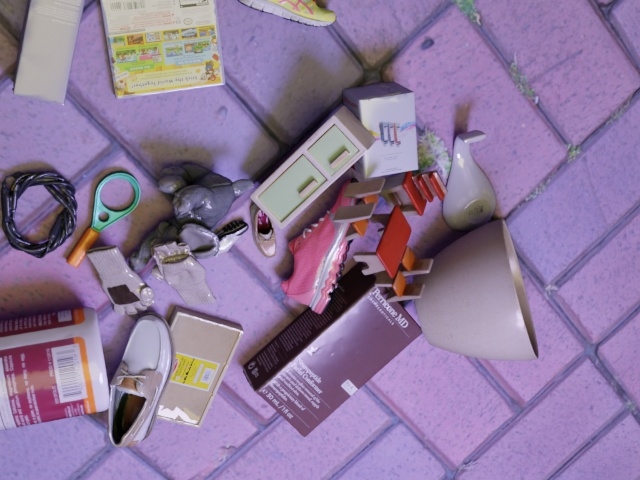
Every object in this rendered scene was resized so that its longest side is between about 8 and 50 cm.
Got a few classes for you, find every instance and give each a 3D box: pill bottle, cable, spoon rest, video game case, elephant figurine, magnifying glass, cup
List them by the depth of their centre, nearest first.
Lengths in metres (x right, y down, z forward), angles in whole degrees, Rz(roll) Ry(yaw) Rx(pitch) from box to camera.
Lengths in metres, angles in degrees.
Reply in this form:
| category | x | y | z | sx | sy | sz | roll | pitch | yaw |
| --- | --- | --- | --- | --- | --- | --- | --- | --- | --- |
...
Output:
| category | x | y | z | sx | sy | sz | roll | pitch | yaw |
| --- | --- | --- | --- | --- | --- | --- | --- | --- | --- |
| video game case | -0.314 | -0.401 | 1.812 | 0.227 | 0.026 | 0.206 | -11 | 112 | -15 |
| pill bottle | -0.643 | 0.275 | 1.847 | 0.392 | 0.224 | 0.224 | -8 | 112 | -15 |
| cable | -0.575 | -0.053 | 1.851 | 0.150 | 0.047 | 0.184 | -6 | 109 | -21 |
| magnifying glass | -0.461 | -0.043 | 1.898 | 0.092 | 0.026 | 0.231 | 32 | 98 | -25 |
| elephant figurine | -0.279 | -0.032 | 1.909 | 0.169 | 0.186 | 0.239 | -31 | 140 | -53 |
| cup | 0.350 | 0.138 | 2.094 | 0.237 | 0.331 | 0.331 | -15 | 116 | 15 |
| spoon rest | 0.348 | -0.139 | 2.104 | 0.137 | 0.084 | 0.276 | -15 | 127 | -11 |

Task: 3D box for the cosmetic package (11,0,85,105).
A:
| category | x | y | z | sx | sy | sz | roll | pitch | yaw |
| --- | --- | --- | --- | --- | --- | --- | --- | --- | --- |
| cosmetic package | -0.510 | -0.385 | 1.698 | 0.107 | 0.127 | 0.238 | 7 | 109 | -21 |

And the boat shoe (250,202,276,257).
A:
| category | x | y | z | sx | sy | sz | roll | pitch | yaw |
| --- | --- | --- | --- | --- | --- | --- | --- | --- | --- |
| boat shoe | -0.125 | -0.018 | 2.003 | 0.050 | 0.045 | 0.135 | -20 | 115 | -10 |

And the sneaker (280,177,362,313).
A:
| category | x | y | z | sx | sy | sz | roll | pitch | yaw |
| --- | --- | --- | --- | --- | --- | --- | --- | --- | --- |
| sneaker | 0.000 | 0.000 | 2.016 | 0.136 | 0.116 | 0.314 | 19 | 93 | 6 |

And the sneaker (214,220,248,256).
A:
| category | x | y | z | sx | sy | sz | roll | pitch | yaw |
| --- | --- | --- | --- | --- | --- | --- | --- | --- | --- |
| sneaker | -0.204 | -0.004 | 1.992 | 0.109 | 0.040 | 0.044 | -31 | 132 | -1 |

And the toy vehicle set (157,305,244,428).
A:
| category | x | y | z | sx | sy | sz | roll | pitch | yaw |
| --- | --- | --- | --- | --- | --- | --- | --- | --- | --- |
| toy vehicle set | -0.303 | 0.293 | 2.067 | 0.166 | 0.035 | 0.267 | 20 | 102 | -23 |

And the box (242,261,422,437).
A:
| category | x | y | z | sx | sy | sz | roll | pitch | yaw |
| --- | --- | --- | --- | --- | --- | --- | --- | --- | --- |
| box | 0.029 | 0.255 | 2.106 | 0.381 | 0.143 | 0.191 | -43 | 116 | -1 |

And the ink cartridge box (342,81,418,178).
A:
| category | x | y | z | sx | sy | sz | roll | pitch | yaw |
| --- | --- | --- | --- | --- | --- | --- | --- | --- | --- |
| ink cartridge box | 0.128 | -0.242 | 1.955 | 0.127 | 0.128 | 0.176 | -10 | 111 | -14 |

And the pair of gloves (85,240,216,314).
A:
| category | x | y | z | sx | sy | sz | roll | pitch | yaw |
| --- | --- | --- | --- | --- | --- | --- | --- | --- | --- |
| pair of gloves | -0.354 | 0.084 | 1.907 | 0.240 | 0.042 | 0.204 | -4 | 138 | 8 |

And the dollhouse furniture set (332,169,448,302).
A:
| category | x | y | z | sx | sy | sz | roll | pitch | yaw |
| --- | --- | --- | --- | --- | --- | --- | --- | --- | --- |
| dollhouse furniture set | 0.174 | -0.036 | 1.963 | 0.135 | 0.259 | 0.262 | -8 | 131 | 34 |

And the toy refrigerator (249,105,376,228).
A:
| category | x | y | z | sx | sy | sz | roll | pitch | yaw |
| --- | --- | --- | --- | --- | --- | --- | --- | --- | --- |
| toy refrigerator | -0.019 | -0.150 | 1.892 | 0.102 | 0.094 | 0.269 | 47 | 117 | -5 |

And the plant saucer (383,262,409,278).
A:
| category | x | y | z | sx | sy | sz | roll | pitch | yaw |
| --- | --- | --- | --- | --- | --- | --- | --- | --- | --- |
| plant saucer | 0.185 | 0.056 | 2.148 | 0.083 | 0.015 | 0.083 | -6 | 111 | -16 |

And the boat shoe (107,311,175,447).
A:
| category | x | y | z | sx | sy | sz | roll | pitch | yaw |
| --- | --- | --- | --- | --- | --- | --- | --- | --- | --- |
| boat shoe | -0.396 | 0.310 | 1.975 | 0.113 | 0.103 | 0.302 | 12 | 98 | 14 |

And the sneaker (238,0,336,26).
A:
| category | x | y | z | sx | sy | sz | roll | pitch | yaw |
| --- | --- | --- | --- | --- | --- | --- | --- | --- | --- |
| sneaker | -0.058 | -0.494 | 1.829 | 0.208 | 0.081 | 0.094 | 13 | 103 | -21 |
